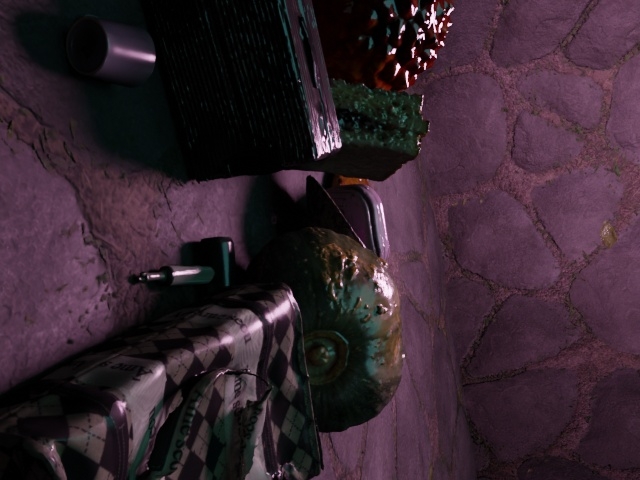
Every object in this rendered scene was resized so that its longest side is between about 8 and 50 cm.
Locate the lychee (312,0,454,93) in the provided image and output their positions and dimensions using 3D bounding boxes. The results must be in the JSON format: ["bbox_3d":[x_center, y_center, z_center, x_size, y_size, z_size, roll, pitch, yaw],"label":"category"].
[{"bbox_3d":[0.077,-0.542,1.202,0.424,0.424,0.500,0,82,-69],"label":"lychee"}]

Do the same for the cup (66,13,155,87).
[{"bbox_3d":[-0.266,-0.241,0.694,0.100,0.078,0.077,51,23,11],"label":"cup"}]

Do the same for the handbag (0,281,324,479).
[{"bbox_3d":[-0.165,0.256,0.651,0.416,0.180,0.317,-26,110,-60],"label":"handbag"}]

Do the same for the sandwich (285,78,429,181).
[{"bbox_3d":[0.017,-0.210,1.111,0.262,0.325,0.131,155,-59,-76],"label":"sandwich"}]

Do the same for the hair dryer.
[{"bbox_3d":[-0.192,0.044,0.819,0.197,0.057,0.101,2,80,-63],"label":"hair dryer"}]

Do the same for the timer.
[{"bbox_3d":[0.074,-0.028,1.344,0.069,0.190,0.209,-21,104,-38],"label":"timer"}]

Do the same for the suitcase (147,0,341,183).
[{"bbox_3d":[-0.110,-0.271,0.873,0.152,0.229,0.335,-43,123,-64],"label":"suitcase"}]

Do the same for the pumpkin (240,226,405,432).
[{"bbox_3d":[0.001,0.142,0.948,0.257,0.291,0.328,-147,-118,-78],"label":"pumpkin"}]

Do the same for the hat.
[{"bbox_3d":[0.000,0.000,1.184,0.265,0.128,0.265,52,-8,10],"label":"hat"}]

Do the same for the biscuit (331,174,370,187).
[{"bbox_3d":[0.094,-0.073,1.590,0.359,0.046,0.359,-5,90,-71],"label":"biscuit"}]
